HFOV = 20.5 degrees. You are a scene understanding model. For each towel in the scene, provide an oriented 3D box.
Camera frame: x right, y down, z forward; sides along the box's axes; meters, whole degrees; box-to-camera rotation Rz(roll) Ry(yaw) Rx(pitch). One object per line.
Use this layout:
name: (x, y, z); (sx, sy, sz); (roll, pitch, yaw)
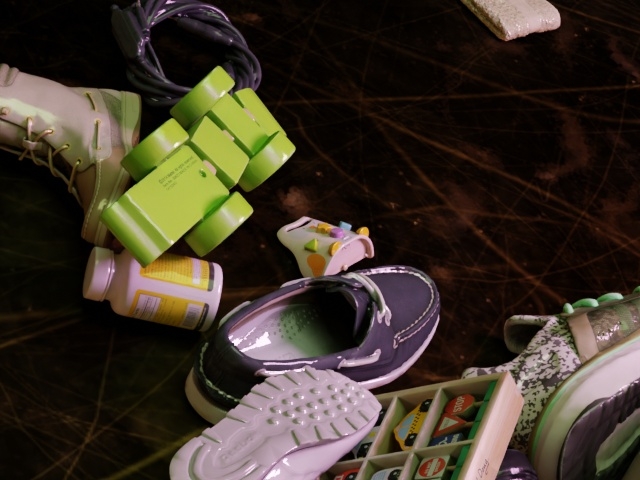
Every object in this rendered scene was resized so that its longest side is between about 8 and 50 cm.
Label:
towel: (0.215, -0.303, 2.157); (0.110, 0.027, 0.148); (-18, 58, -38)

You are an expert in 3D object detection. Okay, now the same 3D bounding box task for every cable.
cable: (-0.136, -0.189, 1.855); (0.150, 0.047, 0.184); (-2, 46, -35)

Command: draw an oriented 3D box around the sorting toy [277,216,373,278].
sorting toy: (0.000, 0.000, 1.738); (0.075, 0.045, 0.083); (27, 37, 30)

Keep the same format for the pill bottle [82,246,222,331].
pill bottle: (-0.152, 0.040, 1.591); (0.116, 0.065, 0.065); (13, 43, -16)

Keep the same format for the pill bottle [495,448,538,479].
pill bottle: (0.178, 0.288, 1.468); (0.123, 0.123, 0.219); (-4, 49, -30)

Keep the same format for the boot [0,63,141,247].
boot: (-0.256, -0.085, 1.657); (0.165, 0.077, 0.213); (15, 38, -14)

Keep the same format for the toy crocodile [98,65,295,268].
toy crocodile: (-0.115, -0.064, 1.638); (0.115, 0.105, 0.340); (46, 30, -8)

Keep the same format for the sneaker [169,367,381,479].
sneaker: (-0.042, 0.186, 1.480); (0.090, 0.095, 0.235); (33, 40, 32)

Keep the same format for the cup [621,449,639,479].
cup: (0.458, 0.183, 1.540); (0.331, 0.237, 0.331); (19, 16, -6)

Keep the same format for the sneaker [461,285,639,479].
sneaker: (0.274, 0.095, 1.715); (0.182, 0.158, 0.410); (27, 33, 27)

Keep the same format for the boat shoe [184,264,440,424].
boat shoe: (0.013, 0.081, 1.614); (0.114, 0.091, 0.302); (44, 44, 19)

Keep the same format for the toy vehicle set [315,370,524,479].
toy vehicle set: (0.058, 0.216, 1.458); (0.035, 0.166, 0.267); (60, 34, -24)
